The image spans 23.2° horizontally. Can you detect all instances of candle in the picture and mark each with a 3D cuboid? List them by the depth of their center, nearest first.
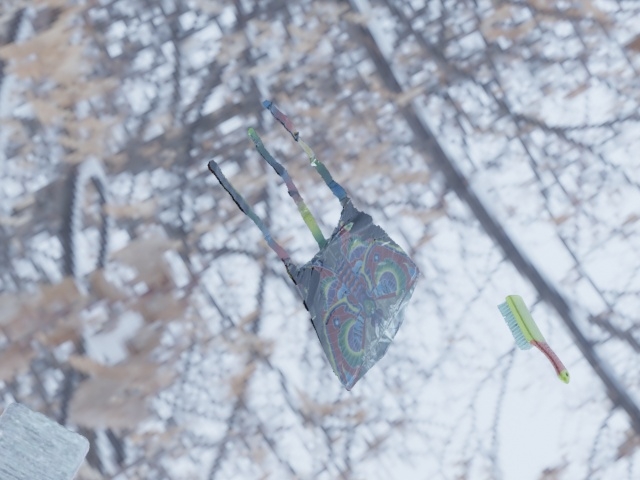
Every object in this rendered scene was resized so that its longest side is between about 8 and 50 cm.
[{"bbox_3d":[-0.224,0.192,1.048,0.068,0.168,0.192,29,2,-8],"label":"candle"}]

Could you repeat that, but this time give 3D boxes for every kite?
[{"bbox_3d":[0.000,0.000,1.411,0.015,0.152,0.285,0,-42,44],"label":"kite"}]

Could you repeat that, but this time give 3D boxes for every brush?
[{"bbox_3d":[0.165,0.079,1.198,0.021,0.019,0.083,-46,-119,27],"label":"brush"}]
